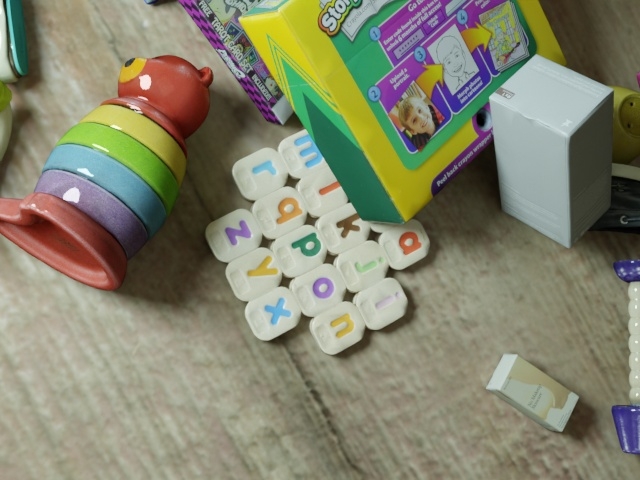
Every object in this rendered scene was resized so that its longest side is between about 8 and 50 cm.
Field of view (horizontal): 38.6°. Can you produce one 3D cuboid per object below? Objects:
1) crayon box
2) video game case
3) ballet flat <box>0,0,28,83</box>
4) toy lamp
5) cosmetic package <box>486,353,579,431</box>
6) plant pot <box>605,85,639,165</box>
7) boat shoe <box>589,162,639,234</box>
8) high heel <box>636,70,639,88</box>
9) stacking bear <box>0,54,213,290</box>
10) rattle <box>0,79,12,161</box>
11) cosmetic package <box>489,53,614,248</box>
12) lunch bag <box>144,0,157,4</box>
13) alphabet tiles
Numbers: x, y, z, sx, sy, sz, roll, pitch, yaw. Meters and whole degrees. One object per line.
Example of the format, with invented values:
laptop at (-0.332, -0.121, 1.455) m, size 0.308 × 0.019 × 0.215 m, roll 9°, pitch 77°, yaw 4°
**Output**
crayon box at (0.123, -0.255, 1.185) m, size 0.363 × 0.106 × 0.313 m, roll -43°, pitch 115°, yaw -23°
video game case at (-0.052, -0.299, 1.158) m, size 0.210 × 0.042 × 0.232 m, roll -53°, pitch 135°, yaw -17°
ballet flat at (-0.396, -0.312, 1.095) m, size 0.086 × 0.086 × 0.248 m, roll 1°, pitch 84°, yaw -18°
toy lamp at (0.457, 0.167, 1.318) m, size 0.080 × 0.080 × 0.274 m, roll 4°, pitch 80°, yaw -18°
cosmetic package at (0.296, 0.212, 1.276) m, size 0.115 × 0.041 × 0.060 m, roll 33°, pitch 75°, yaw -12°
plant pot at (0.435, -0.171, 1.338) m, size 0.134 × 0.095 × 0.134 m, roll 2°, pitch 83°, yaw -19°
boat shoe at (0.537, -0.014, 1.339) m, size 0.340 × 0.127 × 0.113 m, roll 17°, pitch 80°, yaw -14°
high heel at (0.590, -0.289, 1.413) m, size 0.244 × 0.082 × 0.117 m, roll -45°, pitch 109°, yaw -5°
stacking bear at (-0.232, -0.102, 1.084) m, size 0.164 × 0.175 × 0.289 m, roll 44°, pitch 62°, yaw -31°
rattle at (-0.442, -0.101, 1.058) m, size 0.143 × 0.130 × 0.199 m, roll 11°, pitch 107°, yaw -6°
cosmetic package at (0.307, -0.113, 1.207) m, size 0.107 × 0.238 × 0.127 m, roll -41°, pitch 56°, yaw -19°
lunch bag at (-0.210, -0.393, 1.134) m, size 0.096 × 0.129 × 0.151 m, roll -35°, pitch 93°, yaw -24°
alphabet tiles at (0.000, 0.000, 1.215) m, size 0.278 × 0.021 × 0.284 m, roll -28°, pitch 93°, yaw -19°
